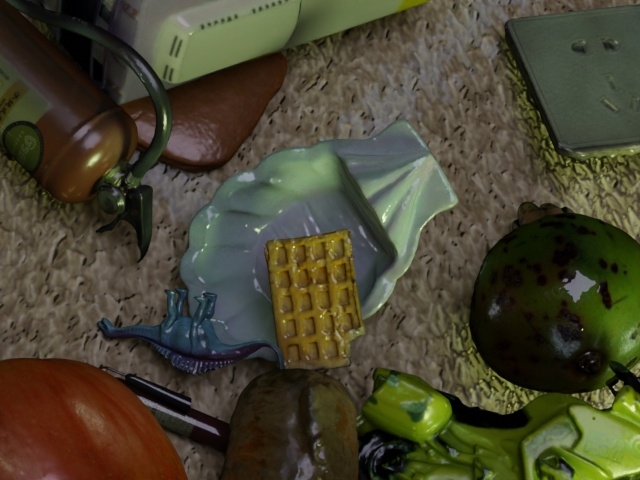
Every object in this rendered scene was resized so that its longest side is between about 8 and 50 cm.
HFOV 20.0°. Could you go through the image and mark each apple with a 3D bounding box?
[{"bbox_3d":[-0.249,0.213,1.616,0.242,0.242,0.241,-27,78,-25],"label":"apple"}]

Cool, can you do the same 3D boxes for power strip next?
[{"bbox_3d":[0.321,-0.168,2.051,0.198,0.064,0.213,-6,56,-18],"label":"power strip"}]

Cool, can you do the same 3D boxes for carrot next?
[{"bbox_3d":[-0.043,0.270,1.713,0.138,0.139,0.302,19,75,-9],"label":"carrot"}]

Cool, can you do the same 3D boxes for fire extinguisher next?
[{"bbox_3d":[-0.156,0.161,1.771,0.173,0.049,0.035,23,73,-6],"label":"fire extinguisher"},{"bbox_3d":[-0.281,-0.155,1.784,0.376,0.200,0.113,44,62,6],"label":"fire extinguisher"}]

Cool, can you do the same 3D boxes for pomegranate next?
[{"bbox_3d":[0.248,0.048,1.883,0.202,0.202,0.248,6,36,-15],"label":"pomegranate"}]

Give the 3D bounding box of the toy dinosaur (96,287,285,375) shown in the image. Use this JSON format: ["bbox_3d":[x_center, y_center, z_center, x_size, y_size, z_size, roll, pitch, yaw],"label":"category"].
[{"bbox_3d":[-0.126,0.091,1.785,0.197,0.045,0.080,11,94,12],"label":"toy dinosaur"}]

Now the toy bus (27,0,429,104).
[{"bbox_3d":[-0.081,-0.315,1.883,0.440,0.209,0.249,-21,65,-27],"label":"toy bus"}]

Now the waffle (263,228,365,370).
[{"bbox_3d":[-0.003,0.060,1.765,0.092,0.021,0.135,-9,92,13],"label":"waffle"}]

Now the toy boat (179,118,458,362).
[{"bbox_3d":[0.000,0.000,1.823,0.290,0.100,0.199,-33,84,12],"label":"toy boat"}]

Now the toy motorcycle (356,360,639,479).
[{"bbox_3d":[0.199,0.201,1.752,0.342,0.142,0.206,12,55,16],"label":"toy motorcycle"}]

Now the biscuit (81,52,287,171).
[{"bbox_3d":[-0.146,-0.172,1.924,0.186,0.036,0.192,32,61,0],"label":"biscuit"}]
